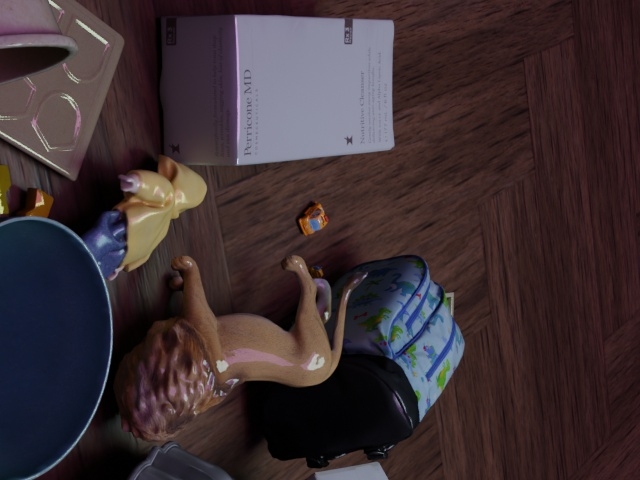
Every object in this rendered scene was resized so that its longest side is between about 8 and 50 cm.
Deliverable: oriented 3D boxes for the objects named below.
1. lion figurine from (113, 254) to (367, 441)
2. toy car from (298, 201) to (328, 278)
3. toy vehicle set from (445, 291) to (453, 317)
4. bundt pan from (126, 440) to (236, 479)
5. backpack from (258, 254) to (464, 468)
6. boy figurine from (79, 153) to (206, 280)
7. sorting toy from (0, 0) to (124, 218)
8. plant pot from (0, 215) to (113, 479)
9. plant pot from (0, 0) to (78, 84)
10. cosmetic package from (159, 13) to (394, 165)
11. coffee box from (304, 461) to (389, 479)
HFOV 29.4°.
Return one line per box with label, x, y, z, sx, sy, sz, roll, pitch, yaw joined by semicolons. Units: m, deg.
lion figurine;-0.099;0.151;1.724;0.392;0.142;0.240;-3;66;-16
toy car;0.000;0.000;2.016;0.060;0.040;0.122;-30;115;-48
toy vehicle set;0.159;0.187;2.243;0.266;0.035;0.166;-5;97;-52
bundt pan;-0.192;0.445;1.639;0.331;0.124;0.331;13;90;-76
backpack;0.087;0.179;1.957;0.355;0.290;0.273;-20;92;-52
boy figurine;-0.254;-0.032;1.624;0.285;0.092;0.177;-47;160;-42
sorting toy;-0.367;-0.169;1.530;0.229;0.041;0.307;38;64;-52
plant pot;-0.400;0.112;1.363;0.290;0.195;0.290;-13;106;-59
plant pot;-0.442;-0.303;1.223;0.333;0.333;0.306;-17;95;-51
cosmetic package;-0.056;-0.230;1.829;0.385;0.156;0.217;-15;106;-52
coffee box;-0.033;0.458;1.802;0.168;0.297;0.119;5;49;-54
